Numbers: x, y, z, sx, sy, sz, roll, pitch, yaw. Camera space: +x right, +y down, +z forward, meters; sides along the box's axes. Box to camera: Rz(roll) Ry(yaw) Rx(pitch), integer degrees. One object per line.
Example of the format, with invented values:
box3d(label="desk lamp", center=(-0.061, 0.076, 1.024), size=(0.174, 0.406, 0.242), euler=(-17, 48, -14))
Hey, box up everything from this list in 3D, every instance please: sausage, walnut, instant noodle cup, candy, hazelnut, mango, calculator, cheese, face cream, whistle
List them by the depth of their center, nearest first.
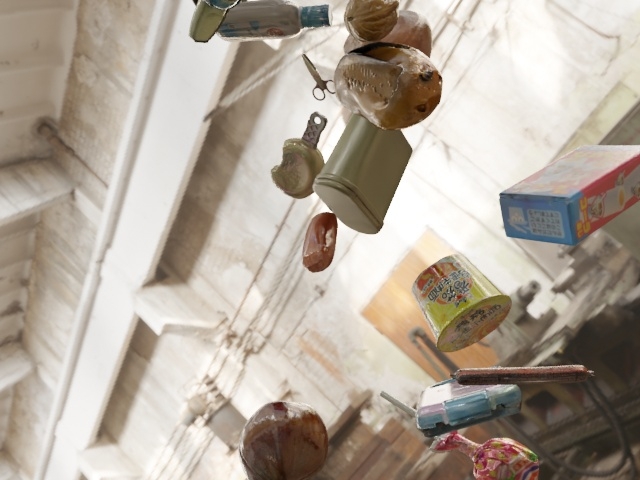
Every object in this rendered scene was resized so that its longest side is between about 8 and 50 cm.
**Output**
box3d(label="sausage", center=(0.279, 0.187, 0.881), size=(0.028, 0.199, 0.025), euler=(25, -117, -87))
box3d(label="whistle", center=(-0.132, -0.382, 0.901), size=(0.114, 0.077, 0.235), euler=(-15, -25, -44))
box3d(label="calculator", center=(0.242, 0.259, 1.042), size=(0.173, 0.051, 0.293), euler=(-21, -8, 9))
box3d(label="mango", center=(0.119, -0.282, 1.182), size=(0.151, 0.249, 0.155), euler=(29, -97, -44))
box3d(label="walnut", center=(0.099, -0.432, 1.206), size=(0.124, 0.105, 0.105), euler=(-36, -17, -34))
box3d(label="candy", center=(0.510, -0.097, 1.246), size=(0.306, 0.100, 0.157), euler=(-28, 22, -31))
box3d(label="candy", center=(0.275, 0.407, 1.319), size=(0.124, 0.366, 0.124), euler=(-35, -41, -38))
box3d(label="sausage", center=(0.000, 0.000, 1.399), size=(0.077, 0.077, 0.194), euler=(-56, 13, 32))
box3d(label="hazelnut", center=(0.161, -0.440, 1.462), size=(0.214, 0.214, 0.176), euler=(-46, -43, -8))
box3d(label="hazelnut", center=(-0.097, 0.506, 1.548), size=(0.229, 0.229, 0.229), euler=(-45, -13, -13))
box3d(label="face cream", center=(-0.134, -0.620, 1.783), size=(0.163, 0.337, 0.080), euler=(32, -120, -76))
box3d(label="cheese", center=(-0.048, -0.251, 1.840), size=(0.082, 0.163, 0.286), euler=(-45, -17, -50))
box3d(label="instant noodle cup", center=(0.407, 0.179, 1.900), size=(0.265, 0.200, 0.264), euler=(-21, -36, -16))

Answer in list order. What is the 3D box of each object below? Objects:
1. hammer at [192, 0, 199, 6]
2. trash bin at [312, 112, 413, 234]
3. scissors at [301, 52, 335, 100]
box3d(label="hammer", center=(-0.329, -0.633, 1.580), size=(0.178, 0.065, 0.021), euler=(59, -134, -43))
box3d(label="trash bin", center=(0.114, -0.172, 1.549), size=(0.243, 0.121, 0.247), euler=(47, -116, -48))
box3d(label="scissors", center=(-0.014, -0.513, 1.979), size=(0.086, 0.022, 0.176), euler=(-26, -48, 15))
